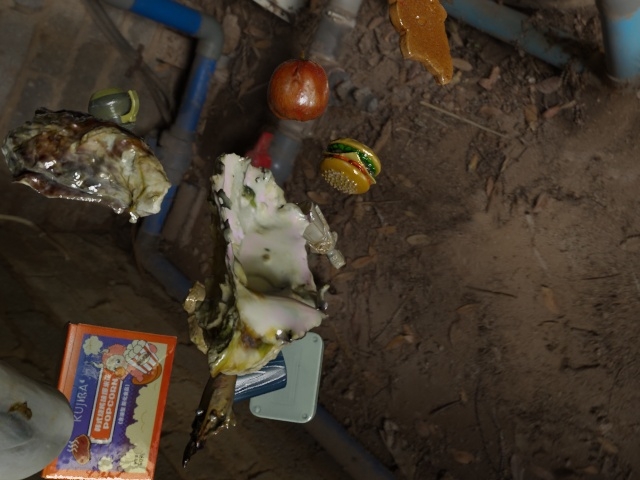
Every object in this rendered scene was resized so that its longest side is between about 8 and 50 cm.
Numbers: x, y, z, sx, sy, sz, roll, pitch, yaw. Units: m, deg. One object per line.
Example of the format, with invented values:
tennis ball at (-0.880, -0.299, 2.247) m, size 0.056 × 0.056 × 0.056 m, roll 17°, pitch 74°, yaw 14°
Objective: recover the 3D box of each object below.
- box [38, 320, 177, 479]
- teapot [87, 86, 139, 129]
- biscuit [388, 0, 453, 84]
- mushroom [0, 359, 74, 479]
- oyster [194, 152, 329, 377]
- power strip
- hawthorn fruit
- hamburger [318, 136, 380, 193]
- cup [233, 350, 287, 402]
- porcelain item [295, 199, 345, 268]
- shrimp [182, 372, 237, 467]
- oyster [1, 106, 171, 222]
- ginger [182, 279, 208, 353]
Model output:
box at (-0.549, 0.401, 1.465) m, size 0.318 × 0.256 × 0.349 m, roll -21°, pitch 59°, yaw 63°
teapot at (-0.572, -0.368, 1.630) m, size 0.165 × 0.130 × 0.119 m, roll -13°, pitch 101°, yaw 32°
biscuit at (0.179, -0.422, 1.085) m, size 0.043 × 0.183 × 0.280 m, roll -15°, pitch 114°, yaw 44°
mushroom at (-0.516, 0.246, 0.837) m, size 0.126 × 0.397 × 0.177 m, roll 30°, pitch 67°, yaw 27°
oyster at (-0.050, 0.017, 0.434) m, size 0.072 × 0.133 × 0.209 m, roll -33°, pitch 51°, yaw 18°
power strip at (-0.133, 0.339, 1.494) m, size 0.261 × 0.141 × 0.230 m, roll 6°, pitch 77°, yaw 7°
hawthorn fruit at (-0.057, -0.431, 1.603) m, size 0.179 × 0.179 × 0.201 m, roll 17°, pitch 102°, yaw 34°
hamburger at (0.076, -0.191, 1.495) m, size 0.162 × 0.162 × 0.115 m, roll 16°, pitch 69°, yaw 34°
cup at (-0.152, 0.271, 1.254) m, size 0.113 × 0.138 × 0.150 m, roll -130°, pitch 35°, yaw -52°
porcelain item at (0.000, 0.000, 1.319) m, size 0.084 × 0.213 × 0.054 m, roll -32°, pitch 43°, yaw 7°
shrimp at (-0.173, 0.304, 0.987) m, size 0.066 × 0.262 × 0.117 m, roll 0°, pitch 117°, yaw 7°
oyster at (-0.395, -0.149, 0.974) m, size 0.271 × 0.100 × 0.275 m, roll -9°, pitch 60°, yaw -8°
ginger at (-0.430, 0.278, 2.121) m, size 0.138 × 0.152 × 0.267 m, roll -25°, pitch 81°, yaw 48°
